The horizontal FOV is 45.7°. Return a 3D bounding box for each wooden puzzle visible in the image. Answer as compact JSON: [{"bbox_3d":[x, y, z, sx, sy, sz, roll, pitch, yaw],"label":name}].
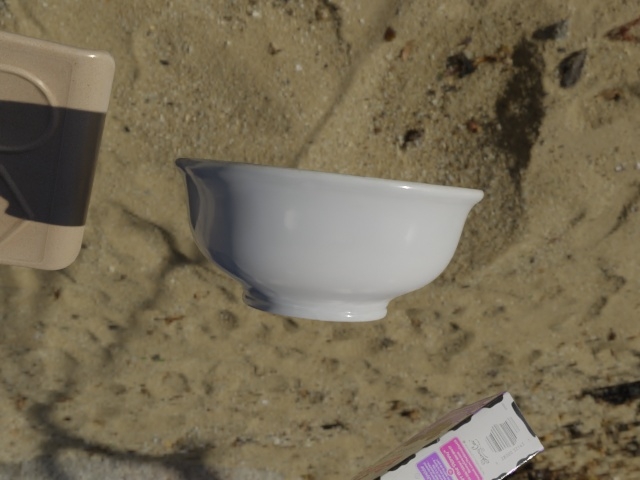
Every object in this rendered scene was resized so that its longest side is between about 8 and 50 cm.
[{"bbox_3d":[-0.437,-0.118,0.875,0.347,0.080,0.322,6,129,-23],"label":"wooden puzzle"}]

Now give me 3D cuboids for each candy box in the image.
[{"bbox_3d":[0.111,0.249,0.803,0.196,0.070,0.165,-28,168,-19],"label":"candy box"}]

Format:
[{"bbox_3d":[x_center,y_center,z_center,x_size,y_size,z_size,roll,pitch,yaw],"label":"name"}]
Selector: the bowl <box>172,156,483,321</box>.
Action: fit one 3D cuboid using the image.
[{"bbox_3d":[0.000,0.000,0.734,0.297,0.134,0.298,7,-176,0],"label":"bowl"}]
